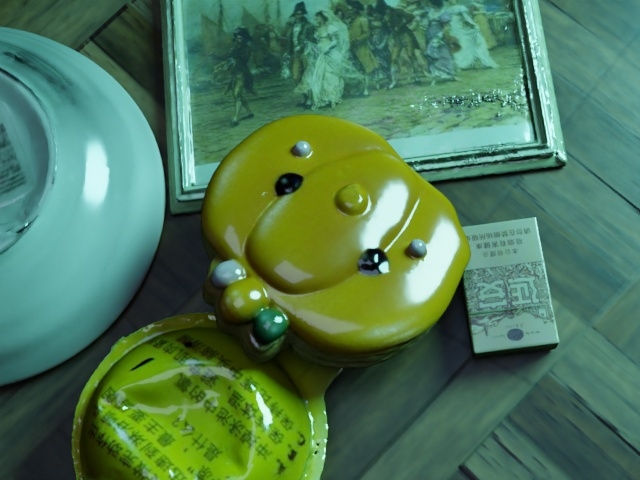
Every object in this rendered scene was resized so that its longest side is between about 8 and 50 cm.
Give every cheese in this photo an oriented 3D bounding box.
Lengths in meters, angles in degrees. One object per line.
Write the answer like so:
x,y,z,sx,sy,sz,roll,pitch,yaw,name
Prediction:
-0.046,0.089,0.597,0.156,0.064,0.250,39,70,15,cheese

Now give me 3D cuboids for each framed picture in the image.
0.021,-0.134,0.688,0.274,0.017,0.217,-8,71,4,framed picture

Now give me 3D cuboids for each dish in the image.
-0.233,-0.038,0.625,0.260,0.085,0.260,1,74,-4,dish

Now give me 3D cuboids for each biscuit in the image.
0.001,-0.002,0.590,0.170,0.050,0.170,3,60,-5,biscuit

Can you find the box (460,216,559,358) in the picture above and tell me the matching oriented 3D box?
0.116,0.030,0.619,0.053,0.024,0.083,-9,69,3,box
